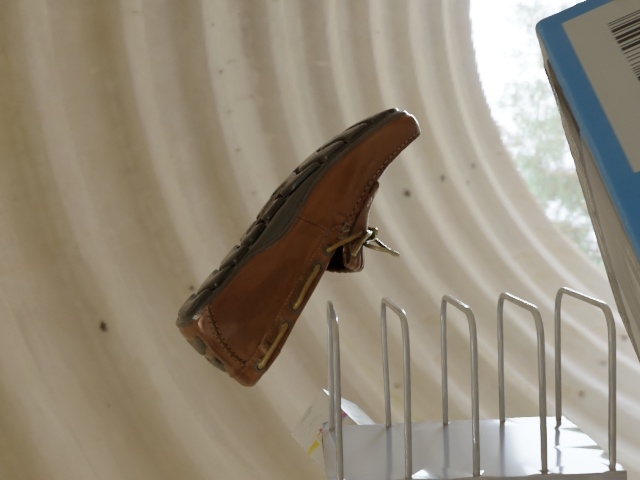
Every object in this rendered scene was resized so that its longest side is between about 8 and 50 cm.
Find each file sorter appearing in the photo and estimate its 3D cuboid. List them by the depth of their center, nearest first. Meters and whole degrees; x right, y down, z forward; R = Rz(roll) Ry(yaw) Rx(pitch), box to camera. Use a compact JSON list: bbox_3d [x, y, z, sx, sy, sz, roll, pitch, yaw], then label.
[{"bbox_3d":[0.139,0.146,0.920,0.193,0.278,0.173,-116,23,-86],"label":"file sorter"}]

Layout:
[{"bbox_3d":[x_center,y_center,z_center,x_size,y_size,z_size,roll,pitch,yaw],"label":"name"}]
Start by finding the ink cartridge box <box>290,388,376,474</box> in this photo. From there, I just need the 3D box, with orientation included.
[{"bbox_3d":[0.042,0.307,1.358,0.092,0.143,0.090,32,-88,-40],"label":"ink cartridge box"}]

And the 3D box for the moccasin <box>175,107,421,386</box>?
[{"bbox_3d":[0.001,-0.001,1.052,0.147,0.139,0.380,42,-114,-12],"label":"moccasin"}]

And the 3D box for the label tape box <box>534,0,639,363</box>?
[{"bbox_3d":[0.220,0.075,0.433,0.249,0.115,0.347,-95,-17,-48],"label":"label tape box"}]
